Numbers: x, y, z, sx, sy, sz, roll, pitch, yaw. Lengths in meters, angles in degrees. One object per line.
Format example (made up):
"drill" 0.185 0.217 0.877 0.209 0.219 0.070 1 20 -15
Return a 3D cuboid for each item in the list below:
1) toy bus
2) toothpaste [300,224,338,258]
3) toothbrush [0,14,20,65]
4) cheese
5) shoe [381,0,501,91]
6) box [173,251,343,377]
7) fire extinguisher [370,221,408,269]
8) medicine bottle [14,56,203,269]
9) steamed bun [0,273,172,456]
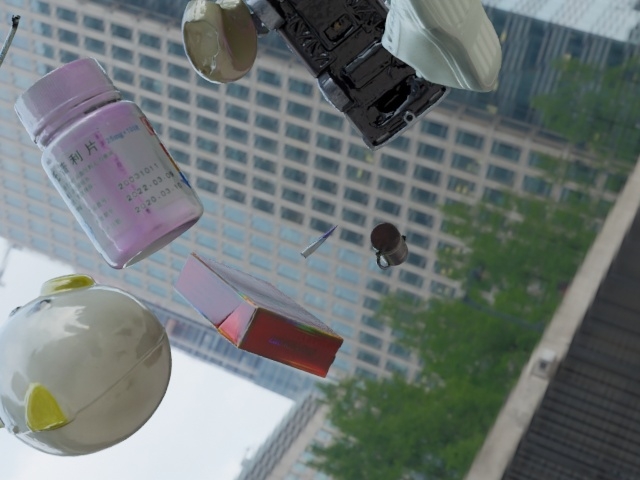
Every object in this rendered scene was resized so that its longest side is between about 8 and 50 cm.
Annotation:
"toy bus" 0.047 -0.411 2.075 0.209 0.440 0.249 -38 8 13
"toothpaste" 0.000 0.000 1.812 0.083 0.015 0.024 -41 -3 -16
"toothbrush" -0.428 -0.203 1.378 0.294 0.028 0.026 133 147 -53
"cheese" -0.162 -0.388 1.976 0.286 0.082 0.163 -49 -51 -60
"shoe" 0.156 -0.353 1.654 0.363 0.160 0.131 41 -117 -54
"box" -0.120 0.135 1.953 0.197 0.313 0.089 25 -87 -33
"fire extinguisher" 0.101 0.010 1.529 0.064 0.043 0.158 -63 -14 -5
"medicine bottle" -0.278 -0.101 1.390 0.152 0.254 0.152 -35 -1 -1
"steamed bun" -0.441 0.234 1.937 0.334 0.374 0.333 7 -104 -33
